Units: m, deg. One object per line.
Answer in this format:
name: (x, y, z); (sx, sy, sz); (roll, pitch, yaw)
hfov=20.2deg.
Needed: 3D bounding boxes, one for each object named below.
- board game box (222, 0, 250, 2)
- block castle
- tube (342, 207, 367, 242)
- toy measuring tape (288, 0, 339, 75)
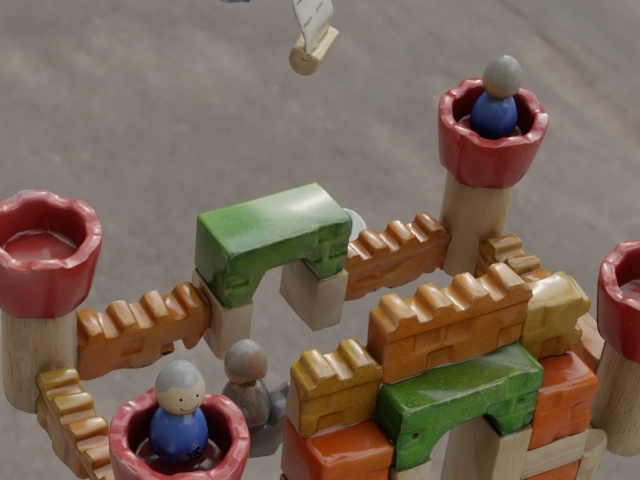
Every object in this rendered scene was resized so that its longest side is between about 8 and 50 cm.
board game box: (-0.111, -0.356, 1.823); (0.035, 0.201, 0.136); (3, -8, 35)
block castle: (0.020, 0.047, 1.239); (0.453, 0.213, 0.303); (-16, 45, -26)
tube: (0.000, 0.000, 2.123); (0.062, 0.070, 0.240); (68, -14, -1)
toy measuring tape: (-0.081, -0.248, 1.104); (0.121, 0.121, 0.330); (-107, 179, -55)
